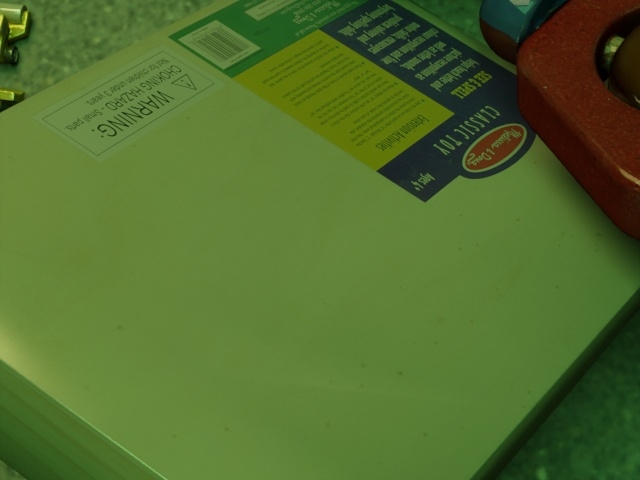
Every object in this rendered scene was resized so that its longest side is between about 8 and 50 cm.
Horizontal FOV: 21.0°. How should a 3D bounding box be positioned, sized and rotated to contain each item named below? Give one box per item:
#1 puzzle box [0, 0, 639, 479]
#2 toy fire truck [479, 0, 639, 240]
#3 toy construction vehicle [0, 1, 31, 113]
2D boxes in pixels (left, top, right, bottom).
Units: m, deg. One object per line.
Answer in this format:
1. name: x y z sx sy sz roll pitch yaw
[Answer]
1. puzzle box: 0.000 0.000 0.812 0.272 0.052 0.409 33 38 16
2. toy fire truck: 0.223 -0.102 0.863 0.254 0.169 0.302 27 53 29
3. toy construction vehicle: -0.215 -0.102 1.016 0.085 0.035 0.098 11 77 11
